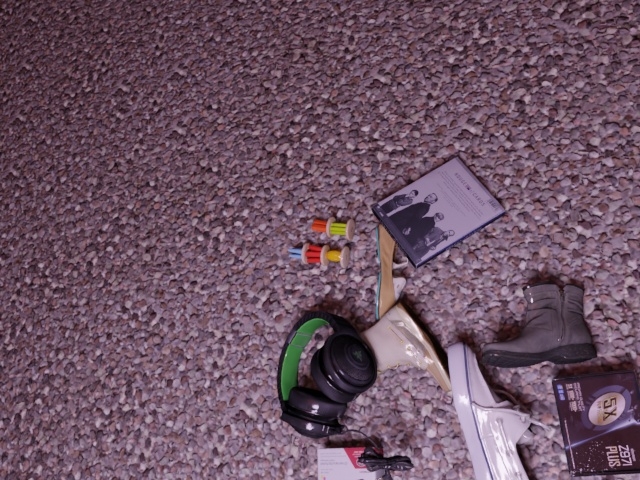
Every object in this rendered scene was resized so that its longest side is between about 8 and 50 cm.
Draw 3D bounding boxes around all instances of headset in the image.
[{"bbox_3d":[0.040,0.317,1.262,0.243,0.185,0.394,-60,32,16],"label":"headset"}]

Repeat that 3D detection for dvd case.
[{"bbox_3d":[0.263,-0.066,1.373,0.239,0.029,0.179,-30,64,-8],"label":"dvd case"}]

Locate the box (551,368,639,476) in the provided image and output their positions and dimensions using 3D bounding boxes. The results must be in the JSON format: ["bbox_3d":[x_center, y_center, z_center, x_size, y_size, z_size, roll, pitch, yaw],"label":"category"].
[{"bbox_3d":[0.525,0.342,1.139,0.148,0.077,0.180,-10,69,17],"label":"box"}]

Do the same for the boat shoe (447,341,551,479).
[{"bbox_3d":[0.356,0.362,1.165,0.157,0.136,0.366,-18,69,15],"label":"boat shoe"}]

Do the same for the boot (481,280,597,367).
[{"bbox_3d":[0.418,0.164,1.206,0.247,0.083,0.161,0,67,-14],"label":"boot"}]

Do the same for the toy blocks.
[{"bbox_3d":[0.000,0.000,1.466,0.148,0.054,0.123,5,75,23],"label":"toy blocks"}]

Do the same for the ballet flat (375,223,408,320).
[{"bbox_3d":[0.161,0.067,1.372,0.073,0.080,0.232,-1,72,9],"label":"ballet flat"}]

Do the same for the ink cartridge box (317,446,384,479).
[{"bbox_3d":[0.065,0.518,1.255,0.128,0.072,0.174,-8,69,17],"label":"ink cartridge box"}]

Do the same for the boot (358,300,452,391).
[{"bbox_3d":[0.173,0.259,1.300,0.165,0.077,0.213,-38,79,15],"label":"boot"}]
